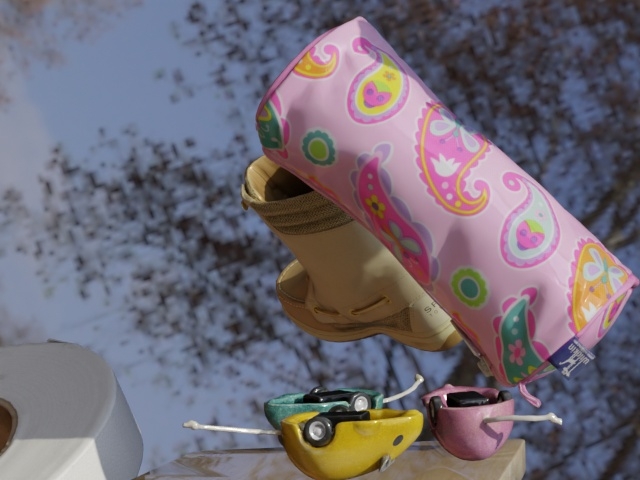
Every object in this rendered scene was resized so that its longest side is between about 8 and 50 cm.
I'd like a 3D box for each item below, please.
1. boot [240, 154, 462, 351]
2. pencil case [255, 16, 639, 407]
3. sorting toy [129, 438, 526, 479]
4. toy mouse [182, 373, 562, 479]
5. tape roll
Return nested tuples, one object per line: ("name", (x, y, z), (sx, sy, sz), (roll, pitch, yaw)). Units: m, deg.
("boot", (0.000, 0.000, 1.344), (0.203, 0.095, 0.262), (45, -18, -27))
("pencil case", (0.083, -0.021, 1.069), (0.284, 0.124, 0.124), (45, -24, 8))
("sorting toy", (0.003, 0.196, 1.041), (0.257, 0.255, 0.089), (2, 84, -78))
("toy mouse", (0.033, 0.086, 0.727), (0.143, 0.161, 0.031), (-12, 99, -78))
("tape roll", (-0.345, 0.217, 1.350), (0.392, 0.392, 0.072), (27, -39, 62))
